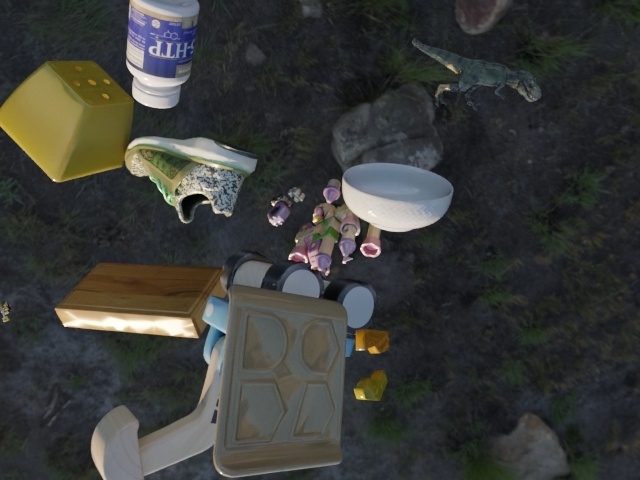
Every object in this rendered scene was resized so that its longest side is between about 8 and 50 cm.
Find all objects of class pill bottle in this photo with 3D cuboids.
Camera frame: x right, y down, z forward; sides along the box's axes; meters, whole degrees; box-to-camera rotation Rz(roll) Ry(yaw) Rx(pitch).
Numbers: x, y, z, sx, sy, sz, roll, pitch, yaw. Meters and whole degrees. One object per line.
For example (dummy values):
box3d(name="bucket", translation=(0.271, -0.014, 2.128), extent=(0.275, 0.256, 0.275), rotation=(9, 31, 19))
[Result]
box3d(name="pill bottle", translation=(-0.280, -0.335, 0.931), extent=(0.112, 0.112, 0.186), rotation=(8, 130, -15))

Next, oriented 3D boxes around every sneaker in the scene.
box3d(name="sneaker", translation=(-0.329, -0.136, 1.228), extent=(0.158, 0.410, 0.182), rotation=(18, 81, -50))

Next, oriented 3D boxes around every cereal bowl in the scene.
box3d(name="cereal bowl", translation=(0.231, -0.124, 1.656), extent=(0.339, 0.339, 0.141), rotation=(0, 118, -11))

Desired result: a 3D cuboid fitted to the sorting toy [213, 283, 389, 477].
box3d(name="sorting toy", translation=(-0.014, 0.193, 0.745), extent=(0.307, 0.229, 0.041), rotation=(16, 159, -43))

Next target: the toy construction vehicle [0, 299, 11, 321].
box3d(name="toy construction vehicle", translation=(-0.929, 0.207, 1.506), extent=(0.086, 0.098, 0.035), rotation=(-21, 135, -19))

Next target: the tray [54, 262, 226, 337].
box3d(name="tray", translation=(-0.470, 0.149, 1.418), extent=(0.411, 0.202, 0.076), rotation=(2, 125, 18))

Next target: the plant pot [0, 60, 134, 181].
box3d(name="plant pot", translation=(-0.556, -0.289, 1.214), extent=(0.212, 0.212, 0.187), rotation=(45, 119, 4))

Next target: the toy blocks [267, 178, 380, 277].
box3d(name="toy blocks", translation=(0.000, 0.000, 1.721), extent=(0.289, 0.260, 0.309), rotation=(-24, 124, 35))

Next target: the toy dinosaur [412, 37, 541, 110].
box3d(name="toy dinosaur", translation=(0.291, -0.315, 1.049), extent=(0.268, 0.064, 0.118), rotation=(16, 145, -4))

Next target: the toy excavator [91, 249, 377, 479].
box3d(name="toy excavator", translation=(-0.146, 0.240, 0.989), extent=(0.433, 0.222, 0.445), rotation=(19, 83, -36))
